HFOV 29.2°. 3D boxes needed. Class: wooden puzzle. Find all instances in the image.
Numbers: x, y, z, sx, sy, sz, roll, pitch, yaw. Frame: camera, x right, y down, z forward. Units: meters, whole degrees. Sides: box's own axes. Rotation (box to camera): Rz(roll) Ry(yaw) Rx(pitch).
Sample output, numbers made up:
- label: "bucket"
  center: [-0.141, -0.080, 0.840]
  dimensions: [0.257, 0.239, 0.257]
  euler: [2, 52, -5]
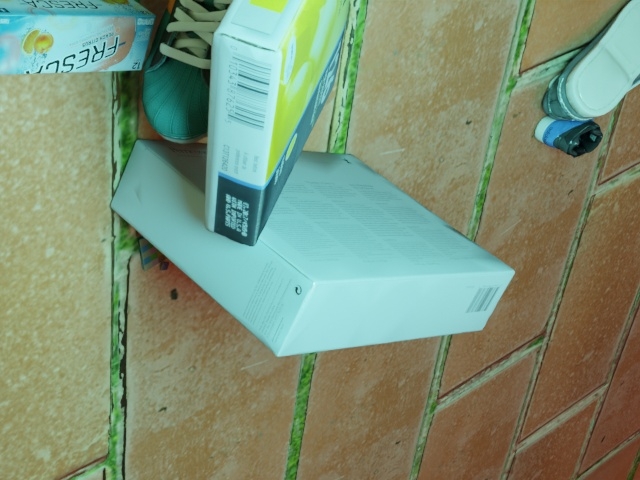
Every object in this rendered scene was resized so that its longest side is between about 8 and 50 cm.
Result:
- label: "wooden puzzle"
  center: [-0.185, 0.006, 1.404]
  dimensions: [0.049, 0.006, 0.083]
  euler: [-33, 143, -28]

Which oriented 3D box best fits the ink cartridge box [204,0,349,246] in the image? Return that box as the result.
- label: "ink cartridge box"
  center: [-0.019, -0.194, 1.126]
  dimensions: [0.303, 0.072, 0.307]
  euler: [100, 14, -60]

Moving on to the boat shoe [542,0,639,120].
- label: "boat shoe"
  center: [0.453, -0.282, 1.874]
  dimensions: [0.319, 0.116, 0.099]
  euler: [-41, -170, -29]

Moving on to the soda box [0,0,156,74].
- label: "soda box"
  center: [-0.239, -0.188, 1.097]
  dimensions: [0.183, 0.063, 0.058]
  euler: [-11, 130, -46]

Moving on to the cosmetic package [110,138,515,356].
- label: "cosmetic package"
  center: [0.000, 0.000, 1.372]
  dimensions: [0.377, 0.284, 0.097]
  euler: [-1, 124, -51]

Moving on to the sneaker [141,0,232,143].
- label: "sneaker"
  center: [-0.093, -0.240, 1.138]
  dimensions: [0.121, 0.108, 0.302]
  euler: [55, 57, -77]

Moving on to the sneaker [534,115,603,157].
- label: "sneaker"
  center: [0.411, -0.176, 1.901]
  dimensions: [0.152, 0.085, 0.058]
  euler: [-27, 139, -35]
